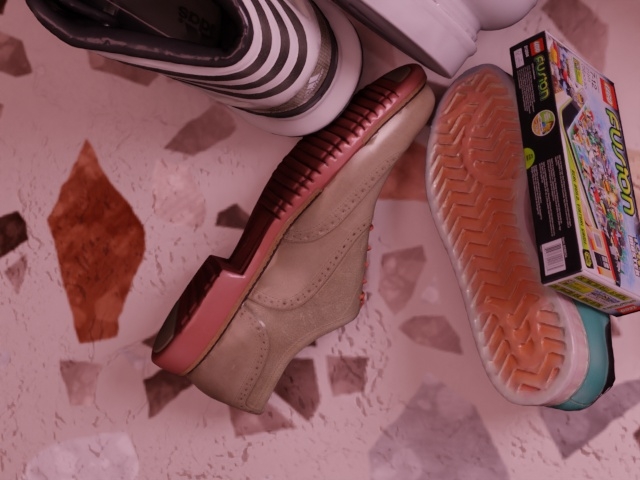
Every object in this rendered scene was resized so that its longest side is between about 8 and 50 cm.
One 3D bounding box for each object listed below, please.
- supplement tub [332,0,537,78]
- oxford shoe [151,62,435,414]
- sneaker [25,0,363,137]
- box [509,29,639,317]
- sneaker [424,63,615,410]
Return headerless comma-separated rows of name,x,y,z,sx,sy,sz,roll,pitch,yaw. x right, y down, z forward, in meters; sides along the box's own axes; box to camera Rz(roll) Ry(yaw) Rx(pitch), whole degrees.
supplement tub,0.122,-0.318,0.777,0.235,0.235,0.325,38,98,12
oxford shoe,0.000,0.000,0.882,0.130,0.123,0.348,38,97,-16
sneaker,-0.185,-0.254,0.822,0.447,0.257,0.169,33,97,23
box,0.206,-0.052,0.778,0.036,0.114,0.207,-23,60,39
sneaker,0.173,-0.002,0.835,0.108,0.121,0.302,-23,64,34
